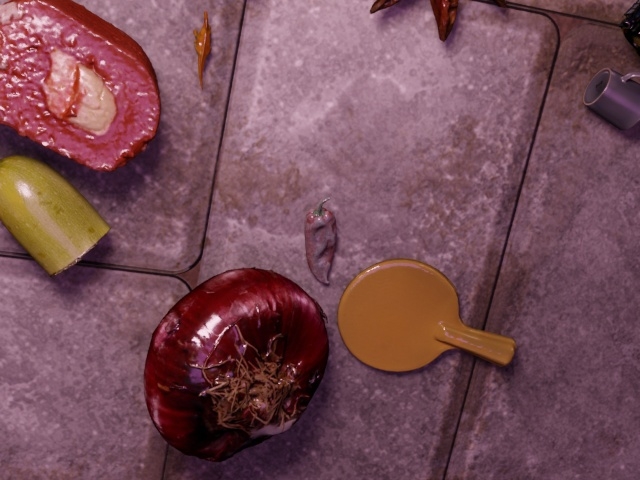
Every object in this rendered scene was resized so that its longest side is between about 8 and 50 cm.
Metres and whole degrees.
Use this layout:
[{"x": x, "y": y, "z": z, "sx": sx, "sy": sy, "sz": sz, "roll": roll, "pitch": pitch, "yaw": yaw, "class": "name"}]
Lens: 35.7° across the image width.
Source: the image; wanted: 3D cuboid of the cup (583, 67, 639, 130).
[{"x": 0.473, "y": -0.232, "z": 1.564, "sx": 0.077, "sy": 0.078, "sz": 0.100, "roll": 28, "pitch": 134, "yaw": -15, "class": "cup"}]

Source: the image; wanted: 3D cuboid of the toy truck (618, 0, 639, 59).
[{"x": 0.568, "y": -0.280, "z": 1.550, "sx": 0.127, "sy": 0.127, "sz": 0.257, "roll": -44, "pitch": 111, "yaw": -2, "class": "toy truck"}]

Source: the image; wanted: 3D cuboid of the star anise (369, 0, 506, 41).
[{"x": 0.175, "y": -0.430, "z": 1.434, "sx": 0.288, "sy": 0.088, "sz": 0.288, "roll": -3, "pitch": 109, "yaw": -9, "class": "star anise"}]

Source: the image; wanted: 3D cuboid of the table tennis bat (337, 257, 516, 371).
[{"x": 0.181, "y": 0.143, "z": 1.652, "sx": 0.320, "sy": 0.050, "sz": 0.199, "roll": 19, "pitch": 105, "yaw": -14, "class": "table tennis bat"}]

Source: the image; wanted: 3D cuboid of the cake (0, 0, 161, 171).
[{"x": -0.345, "y": -0.223, "z": 1.358, "sx": 0.282, "sy": 0.151, "sz": 0.177, "roll": 26, "pitch": 105, "yaw": -14, "class": "cake"}]

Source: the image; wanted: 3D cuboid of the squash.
[{"x": -0.403, "y": -0.043, "z": 1.427, "sx": 0.123, "sy": 0.123, "sz": 0.187, "roll": -40, "pitch": 108, "yaw": 3, "class": "squash"}]

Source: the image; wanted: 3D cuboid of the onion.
[{"x": -0.131, "y": 0.180, "z": 1.514, "sx": 0.313, "sy": 0.232, "sz": 0.314, "roll": -19, "pitch": 124, "yaw": -30, "class": "onion"}]

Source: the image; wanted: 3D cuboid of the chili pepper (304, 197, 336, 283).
[{"x": 0.000, "y": -0.001, "z": 1.567, "sx": 0.050, "sy": 0.041, "sz": 0.153, "roll": 3, "pitch": 126, "yaw": 7, "class": "chili pepper"}]

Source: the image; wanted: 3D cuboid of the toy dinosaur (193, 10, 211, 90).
[{"x": -0.171, "y": -0.276, "z": 1.437, "sx": 0.026, "sy": 0.041, "sz": 0.113, "roll": 2, "pitch": 113, "yaw": -17, "class": "toy dinosaur"}]
